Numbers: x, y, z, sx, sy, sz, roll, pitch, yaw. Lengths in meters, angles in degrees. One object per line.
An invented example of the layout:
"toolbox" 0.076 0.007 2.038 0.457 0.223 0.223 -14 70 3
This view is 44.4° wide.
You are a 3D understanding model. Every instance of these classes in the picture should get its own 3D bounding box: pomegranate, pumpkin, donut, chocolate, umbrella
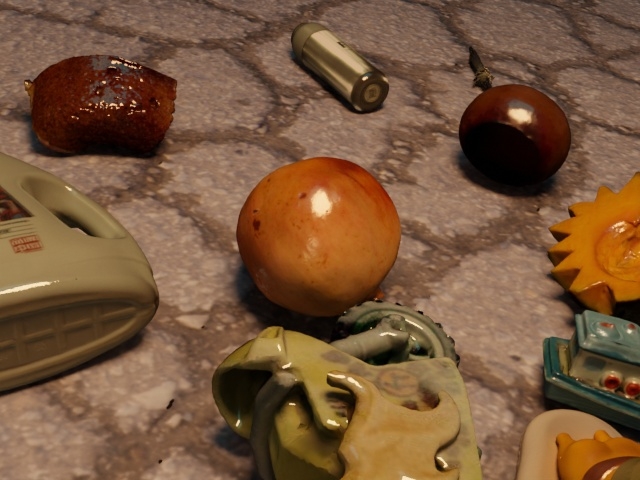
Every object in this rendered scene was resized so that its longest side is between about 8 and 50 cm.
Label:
"pomegranate" -0.004 -0.001 0.885 0.191 0.191 0.191 5 36 -4
"pumpkin" 0.374 0.049 0.980 0.131 0.149 0.254 -24 27 33
"donut" -0.321 -0.194 1.134 0.187 0.144 0.126 16 50 -33
"chocolate" 0.298 -0.165 1.185 0.177 0.176 0.176 5 36 -4
"umbrella" 0.307 -0.327 1.516 0.044 0.044 0.269 -16 25 11

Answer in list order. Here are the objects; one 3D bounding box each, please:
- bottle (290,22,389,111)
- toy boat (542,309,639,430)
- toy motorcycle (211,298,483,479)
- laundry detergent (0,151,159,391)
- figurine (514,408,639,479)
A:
"bottle" 0.032 -0.315 1.408 0.096 0.079 0.253 27 16 -47
"toy boat" 0.355 0.142 0.816 0.238 0.098 0.109 16 30 4
"toy motorcycle" 0.031 0.195 0.635 0.237 0.168 0.410 0 37 -8
"laundry detergent" -0.368 -0.011 0.885 0.264 0.124 0.398 -16 40 -27
"figurine" 0.263 0.208 0.684 0.167 0.141 0.250 -2 37 -11
